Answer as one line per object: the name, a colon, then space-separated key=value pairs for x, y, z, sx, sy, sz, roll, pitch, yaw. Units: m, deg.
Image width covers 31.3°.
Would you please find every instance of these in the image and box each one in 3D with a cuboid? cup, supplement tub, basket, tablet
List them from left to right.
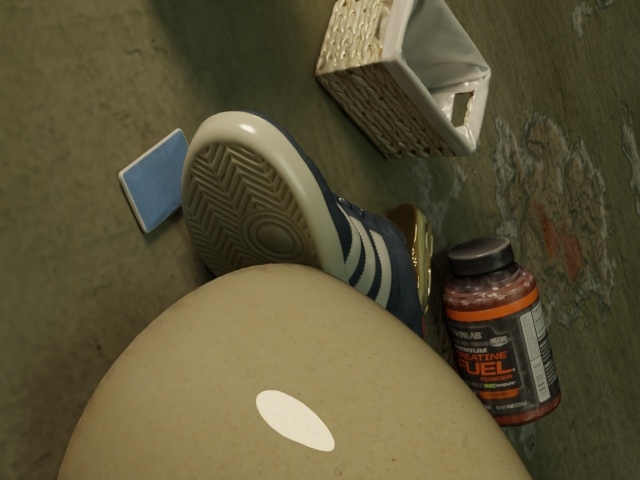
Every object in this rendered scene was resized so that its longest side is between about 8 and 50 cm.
tablet: x=-0.125 y=-0.048 z=0.902 sx=0.083 sy=0.006 sz=0.054 roll=-46 pitch=123 yaw=-46
cup: x=0.018 y=0.204 z=0.783 sx=0.331 sy=0.237 sz=0.331 roll=-17 pitch=116 yaw=-40
basket: x=0.083 y=-0.167 z=1.130 sx=0.167 sy=0.103 sz=0.113 roll=45 pitch=51 yaw=-44
supplement tub: x=0.195 y=0.098 z=1.254 sx=0.106 sy=0.106 sz=0.197 roll=-34 pitch=112 yaw=-52

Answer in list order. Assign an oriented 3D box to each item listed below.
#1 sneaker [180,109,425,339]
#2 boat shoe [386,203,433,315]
sneaker: x=0.000 y=0.000 z=0.976 sx=0.148 sy=0.131 sz=0.350 roll=-63 pitch=144 yaw=-35
boat shoe: x=0.090 y=0.039 z=1.157 sx=0.048 sy=0.056 sz=0.153 roll=30 pitch=54 yaw=-44
